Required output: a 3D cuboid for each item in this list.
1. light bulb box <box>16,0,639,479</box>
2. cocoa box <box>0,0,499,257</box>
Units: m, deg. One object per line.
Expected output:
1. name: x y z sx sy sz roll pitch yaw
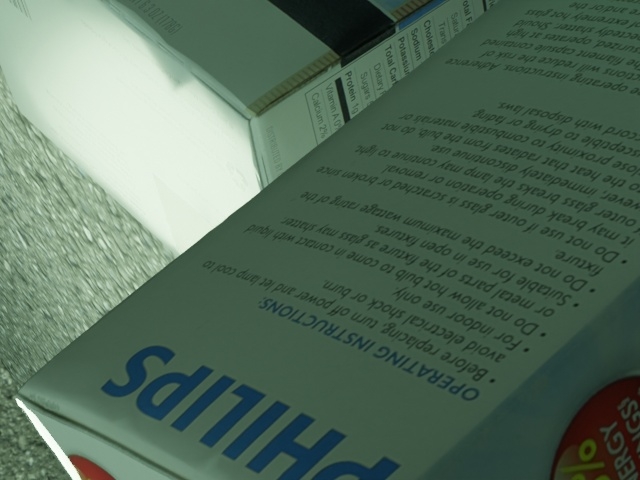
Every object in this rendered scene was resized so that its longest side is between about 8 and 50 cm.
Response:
1. light bulb box: 0.133 0.110 0.755 0.225 0.361 0.358 18 141 52
2. cocoa box: -0.035 -0.133 1.064 0.347 0.228 0.231 40 156 36
